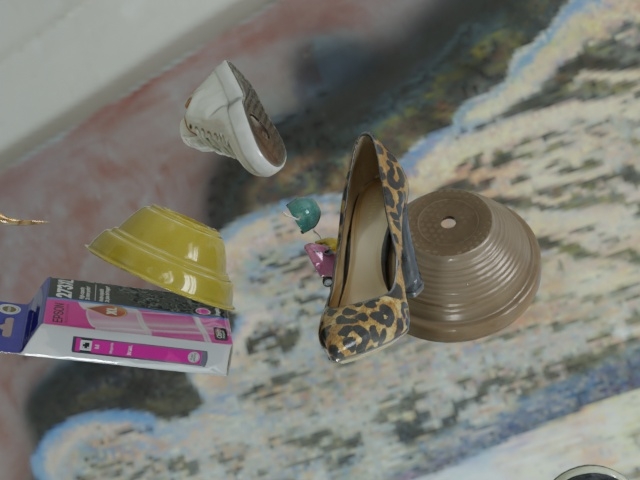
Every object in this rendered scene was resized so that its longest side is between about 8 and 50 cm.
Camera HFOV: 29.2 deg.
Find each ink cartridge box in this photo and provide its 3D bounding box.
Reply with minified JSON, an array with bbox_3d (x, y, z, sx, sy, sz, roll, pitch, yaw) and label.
[{"bbox_3d":[-0.323,0.127,1.886,0.371,0.069,0.176,5,-159,-11],"label":"ink cartridge box"}]

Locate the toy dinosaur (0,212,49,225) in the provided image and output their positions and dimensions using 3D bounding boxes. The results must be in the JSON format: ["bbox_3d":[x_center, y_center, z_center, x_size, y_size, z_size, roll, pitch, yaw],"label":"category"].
[{"bbox_3d":[-0.482,-0.063,1.652,0.112,0.211,0.064,-41,-172,3],"label":"toy dinosaur"}]

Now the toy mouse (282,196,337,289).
[{"bbox_3d":[0.000,0.000,1.334,0.031,0.161,0.143,-28,139,7],"label":"toy mouse"}]

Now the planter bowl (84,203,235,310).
[{"bbox_3d":[-0.195,0.010,1.633,0.217,0.090,0.217,24,180,0],"label":"planter bowl"}]

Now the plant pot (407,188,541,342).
[{"bbox_3d":[0.172,0.009,1.627,0.237,0.237,0.109,-16,138,-4],"label":"plant pot"}]

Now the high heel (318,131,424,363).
[{"bbox_3d":[0.034,0.005,1.229,0.093,0.186,0.261,-10,-165,22],"label":"high heel"}]

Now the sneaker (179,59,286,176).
[{"bbox_3d":[-0.133,-0.150,1.786,0.123,0.290,0.106,-39,121,9],"label":"sneaker"}]

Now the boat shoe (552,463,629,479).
[{"bbox_3d":[0.296,0.511,1.427,0.187,0.500,0.156,15,169,0],"label":"boat shoe"}]
